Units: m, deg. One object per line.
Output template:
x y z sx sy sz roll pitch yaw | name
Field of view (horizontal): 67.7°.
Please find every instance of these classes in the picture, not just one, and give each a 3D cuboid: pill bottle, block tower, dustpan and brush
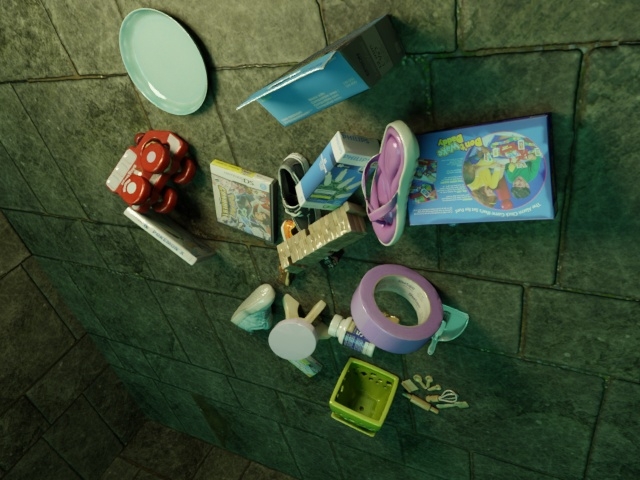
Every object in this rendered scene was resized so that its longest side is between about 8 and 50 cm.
0.129 0.353 1.803 0.187 0.112 0.112 21 135 15 | pill bottle
0.000 0.000 1.522 0.336 0.091 0.097 -32 62 34 | block tower
0.404 0.312 1.630 0.147 0.060 0.211 21 135 15 | dustpan and brush

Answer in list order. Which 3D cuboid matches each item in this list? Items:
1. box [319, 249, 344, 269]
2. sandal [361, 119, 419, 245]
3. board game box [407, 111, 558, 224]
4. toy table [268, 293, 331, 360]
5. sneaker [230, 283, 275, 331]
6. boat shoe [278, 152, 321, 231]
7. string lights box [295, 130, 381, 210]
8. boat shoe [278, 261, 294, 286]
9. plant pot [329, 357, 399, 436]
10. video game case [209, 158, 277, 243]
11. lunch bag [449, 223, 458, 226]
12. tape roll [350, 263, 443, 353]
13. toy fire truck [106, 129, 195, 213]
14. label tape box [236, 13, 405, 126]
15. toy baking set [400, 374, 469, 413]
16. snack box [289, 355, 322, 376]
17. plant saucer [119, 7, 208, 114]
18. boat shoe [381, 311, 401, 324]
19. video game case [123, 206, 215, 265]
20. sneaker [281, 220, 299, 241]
0.032 0.047 1.614 0.052 0.083 0.062 -16 117 39 | box
0.156 -0.138 1.246 0.416 0.102 0.169 92 159 -51 | sandal
0.377 -0.164 1.163 0.347 0.078 0.233 -1 107 33 | board game box
-0.081 0.347 1.896 0.252 0.161 0.274 48 135 -13 | toy table
-0.243 0.293 1.988 0.150 0.135 0.366 36 147 -11 | sneaker
-0.073 -0.123 1.517 0.108 0.102 0.301 12 132 23 | boat shoe
0.048 -0.190 1.354 0.134 0.076 0.259 3 149 -31 | string lights box
-0.129 0.102 1.780 0.060 0.064 0.178 23 138 11 | boat shoe
0.174 0.659 1.972 0.227 0.228 0.207 21 141 15 | plant pot
-0.267 -0.133 1.681 0.248 0.035 0.274 20 135 16 | video game case
0.368 -0.089 1.294 0.067 0.065 0.098 42 128 7 | lunch bag
0.238 0.209 1.486 0.275 0.274 0.090 30 137 6 | tape roll
-0.597 -0.252 1.647 0.254 0.169 0.302 38 98 24 | toy fire truck
0.010 -0.361 1.072 0.249 0.347 0.115 -12 120 39 | label tape box
0.446 0.624 1.903 0.256 0.030 0.196 31 137 6 | toy baking set
-0.072 0.552 2.162 0.141 0.037 0.100 39 139 -4 | snack box
-0.466 -0.537 1.444 0.318 0.043 0.317 17 134 18 | plant saucer
0.223 0.284 1.727 0.136 0.050 0.045 5 134 29 | boat shoe
-0.554 -0.022 1.805 0.300 0.036 0.329 38 -178 -2 | video game case
-0.088 0.010 1.672 0.068 0.064 0.175 8 131 31 | sneaker
